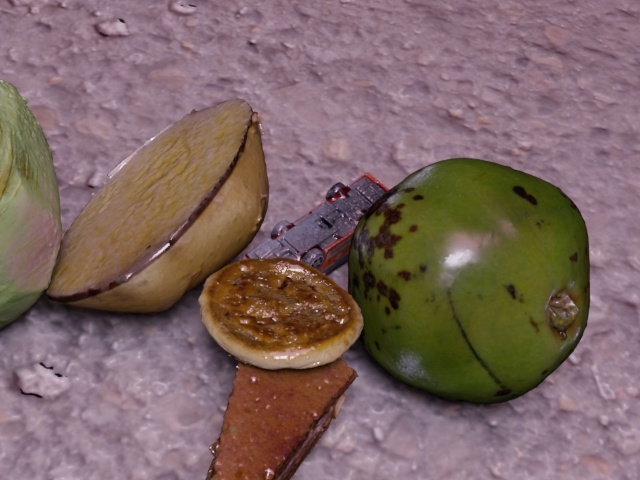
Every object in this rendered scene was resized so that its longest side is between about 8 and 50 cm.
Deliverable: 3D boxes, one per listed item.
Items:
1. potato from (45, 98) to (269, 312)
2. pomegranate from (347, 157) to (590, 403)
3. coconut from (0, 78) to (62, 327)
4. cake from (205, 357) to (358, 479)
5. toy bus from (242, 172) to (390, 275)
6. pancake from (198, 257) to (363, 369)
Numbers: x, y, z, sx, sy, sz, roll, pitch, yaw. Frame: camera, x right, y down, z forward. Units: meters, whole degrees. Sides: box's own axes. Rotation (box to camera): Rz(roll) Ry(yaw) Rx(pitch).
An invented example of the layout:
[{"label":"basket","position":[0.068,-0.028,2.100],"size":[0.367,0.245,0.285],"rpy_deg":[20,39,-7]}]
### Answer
[{"label":"potato","position":[-0.154,-0.013,1.018],"size":[0.239,0.116,0.299],"rpy_deg":[-12,34,30]},{"label":"pomegranate","position":[0.137,0.034,0.982],"size":[0.254,0.254,0.270],"rpy_deg":[-31,42,-32]},{"label":"coconut","position":[-0.398,-0.029,0.903],"size":[0.328,0.281,0.328],"rpy_deg":[38,31,-28]},{"label":"cake","position":[-0.052,0.199,0.870],"size":[0.113,0.116,0.295],"rpy_deg":[18,45,6]},{"label":"toy bus","position":[0.000,0.000,1.084],"size":[0.192,0.077,0.065],"rpy_deg":[-34,65,-31]},{"label":"pancake","position":[-0.037,0.063,0.919],"size":[0.158,0.028,0.158],"rpy_deg":[6,35,-4]}]
